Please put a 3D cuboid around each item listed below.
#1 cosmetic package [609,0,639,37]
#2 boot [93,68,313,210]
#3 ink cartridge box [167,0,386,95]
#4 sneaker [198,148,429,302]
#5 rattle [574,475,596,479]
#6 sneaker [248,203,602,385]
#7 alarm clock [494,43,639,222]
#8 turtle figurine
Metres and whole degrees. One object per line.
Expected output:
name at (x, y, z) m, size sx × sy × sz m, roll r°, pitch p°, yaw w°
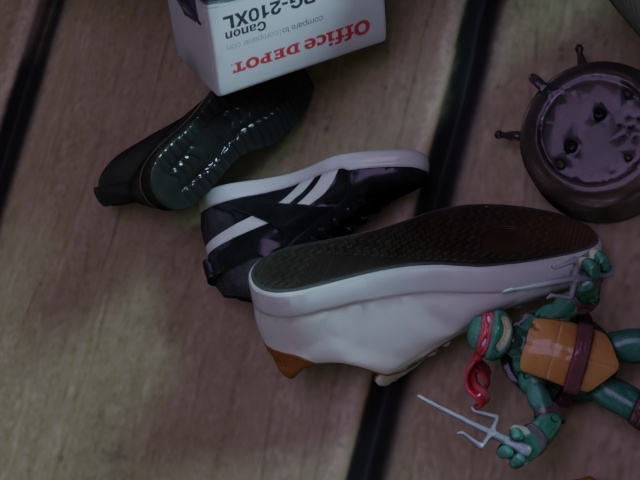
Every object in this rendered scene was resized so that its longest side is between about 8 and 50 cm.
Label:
cosmetic package at (0.332, -0.182, 1.134) m, size 0.197 × 0.155 × 0.365 m, roll -38°, pitch 66°, yaw 6°
boot at (-0.112, -0.100, 1.440) m, size 0.198 × 0.077 × 0.137 m, roll -38°, pitch 19°, yaw -28°
ink cartridge box at (-0.044, -0.262, 1.335) m, size 0.172 × 0.237 × 0.100 m, roll -21°, pitch 39°, yaw -18°
sneaker at (0.000, 0.000, 1.372) m, size 0.217 × 0.079 × 0.121 m, roll -13°, pitch 74°, yaw 24°
rattle at (0.313, 0.202, 1.228) m, size 0.199 × 0.143 × 0.130 m, roll -33°, pitch 99°, yaw -8°
sneaker at (0.091, 0.050, 1.327) m, size 0.290 × 0.123 × 0.106 m, roll -9°, pitch 31°, yaw 2°
alarm clock at (0.245, -0.071, 1.313) m, size 0.192 × 0.064 × 0.129 m, roll 43°, pitch 91°, yaw 21°
turtle figurine at (0.201, 0.091, 1.243) m, size 0.234 × 0.118 × 0.175 m, roll 12°, pitch 97°, yaw 1°
